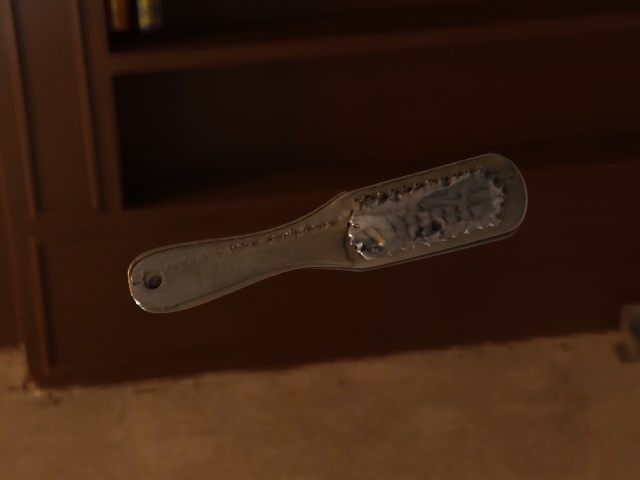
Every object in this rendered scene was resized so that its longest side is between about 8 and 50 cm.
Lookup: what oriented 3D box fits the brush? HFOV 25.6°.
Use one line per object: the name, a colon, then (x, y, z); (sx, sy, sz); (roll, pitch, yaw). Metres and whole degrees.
brush: (0.000, 0.000, 1.098); (0.327, 0.070, 0.065); (-14, 180, 11)
